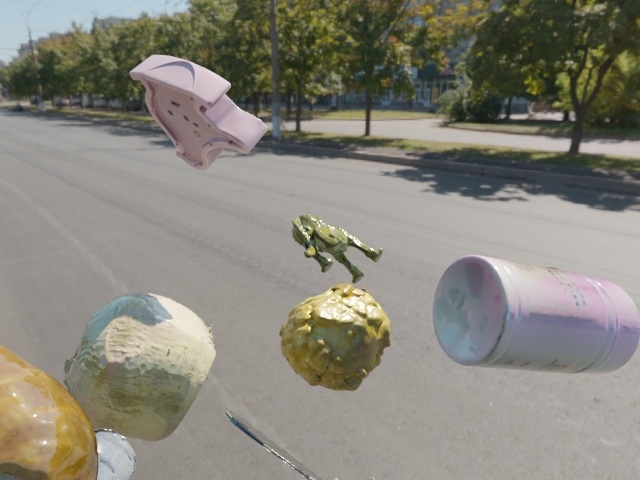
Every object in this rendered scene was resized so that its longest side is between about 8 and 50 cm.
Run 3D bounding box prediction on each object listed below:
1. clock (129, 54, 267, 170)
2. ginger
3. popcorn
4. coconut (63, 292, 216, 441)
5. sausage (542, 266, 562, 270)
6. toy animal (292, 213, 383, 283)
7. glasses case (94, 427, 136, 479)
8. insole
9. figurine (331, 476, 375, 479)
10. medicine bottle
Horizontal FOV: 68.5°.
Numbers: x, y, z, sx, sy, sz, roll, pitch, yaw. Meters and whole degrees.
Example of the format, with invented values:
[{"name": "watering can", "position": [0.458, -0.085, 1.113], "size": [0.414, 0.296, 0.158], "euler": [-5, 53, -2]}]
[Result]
[{"name": "clock", "position": [-0.251, -0.260, 1.059], "size": [0.290, 0.275, 0.080], "euler": [24, 62, 23]}, {"name": "ginger", "position": [-0.392, 0.265, 0.592], "size": [0.223, 0.200, 0.269], "euler": [5, 61, -10]}, {"name": "popcorn", "position": [0.041, 0.219, 1.044], "size": [0.250, 0.250, 0.190], "euler": [-7, 8, -24]}, {"name": "coconut", "position": [-0.379, 0.251, 0.982], "size": [0.254, 0.297, 0.297], "euler": [31, 12, -14]}, {"name": "sausage", "position": [0.392, 0.110, 0.928], "size": [0.348, 0.094, 0.097], "euler": [-5, -26, -37]}, {"name": "toy animal", "position": [0.000, 0.000, 0.748], "size": [0.136, 0.073, 0.181], "euler": [39, 14, 35]}, {"name": "glasses case", "position": [-0.387, 0.407, 0.701], "size": [0.109, 0.067, 0.282], "euler": [44, 30, -6]}, {"name": "insole", "position": [-0.038, 0.351, 0.738], "size": [0.309, 0.110, 0.012], "euler": [19, 66, 37]}, {"name": "figurine", "position": [0.070, 0.680, 1.164], "size": [0.247, 0.177, 0.173], "euler": [-42, 0, -2]}, {"name": "medicine bottle", "position": [0.309, 0.112, 0.678], "size": [0.254, 0.152, 0.152], "euler": [10, 13, -22]}]
